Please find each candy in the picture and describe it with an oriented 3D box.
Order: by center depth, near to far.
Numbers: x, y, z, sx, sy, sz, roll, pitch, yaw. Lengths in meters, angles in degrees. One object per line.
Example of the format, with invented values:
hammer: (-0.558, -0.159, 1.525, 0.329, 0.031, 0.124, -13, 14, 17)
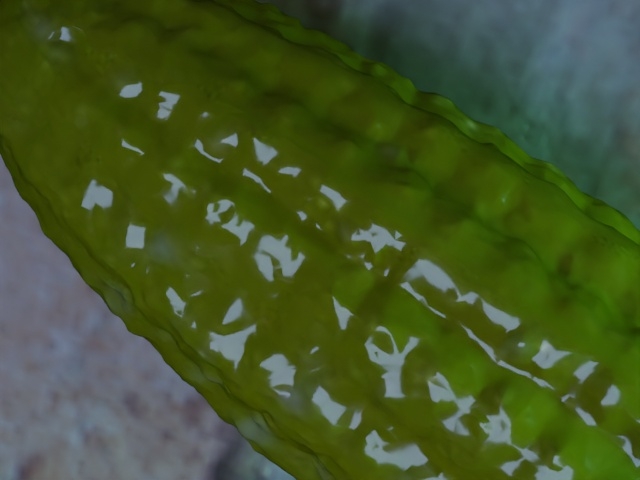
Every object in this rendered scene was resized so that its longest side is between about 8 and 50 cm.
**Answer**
candy: (0.000, 0.000, 0.484, 0.199, 0.094, 0.106, 37, 126, -2)
